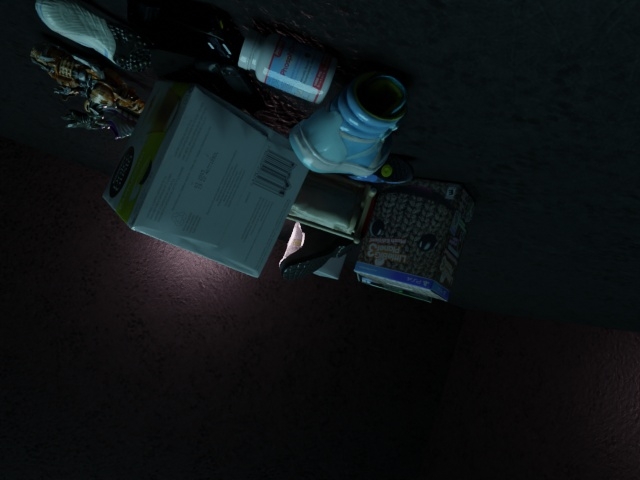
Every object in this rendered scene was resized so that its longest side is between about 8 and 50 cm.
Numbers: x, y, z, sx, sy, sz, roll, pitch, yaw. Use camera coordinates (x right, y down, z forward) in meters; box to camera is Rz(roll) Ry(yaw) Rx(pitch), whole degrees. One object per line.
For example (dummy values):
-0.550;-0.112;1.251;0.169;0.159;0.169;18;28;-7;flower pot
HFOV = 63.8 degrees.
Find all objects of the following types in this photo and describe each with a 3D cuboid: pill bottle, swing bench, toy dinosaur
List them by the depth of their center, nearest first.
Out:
-0.057;-0.306;0.899;0.160;0.087;0.087;19;172;-9;pill bottle
-0.592;-0.390;1.357;0.322;0.164;0.218;44;146;-18;toy dinosaur
0.011;-0.121;1.476;0.253;0.165;0.255;19;-171;-2;swing bench

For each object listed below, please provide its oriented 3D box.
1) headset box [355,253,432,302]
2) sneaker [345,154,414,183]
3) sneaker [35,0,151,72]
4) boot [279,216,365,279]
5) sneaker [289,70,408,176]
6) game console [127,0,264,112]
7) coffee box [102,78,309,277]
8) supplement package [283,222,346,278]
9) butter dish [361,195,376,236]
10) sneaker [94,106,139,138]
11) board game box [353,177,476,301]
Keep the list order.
0.275;0.016;1.636;0.246;0.283;0.131;15;155;16;headset box
0.160;-0.182;1.328;0.209;0.069;0.082;12;-179;40;sneaker
-0.455;-0.428;1.052;0.237;0.085;0.086;23;-163;-47;sneaker
-0.041;-0.026;1.575;0.223;0.338;0.118;53;135;13;boot
0.107;-0.222;0.985;0.208;0.127;0.319;-34;173;34;sneaker
-0.227;-0.364;1.057;0.213;0.044;0.361;18;171;16;game console
-0.285;-0.161;1.277;0.338;0.338;0.334;24;-177;-37;coffee box
0.000;0.000;2.127;0.204;0.262;0.145;24;170;-34;supplement package
0.134;-0.084;1.724;0.160;0.160;0.118;10;180;42;butter dish
-0.634;-0.365;1.719;0.223;0.098;0.083;23;170;-28;sneaker
0.259;-0.011;1.408;0.232;0.291;0.141;12;169;35;board game box
